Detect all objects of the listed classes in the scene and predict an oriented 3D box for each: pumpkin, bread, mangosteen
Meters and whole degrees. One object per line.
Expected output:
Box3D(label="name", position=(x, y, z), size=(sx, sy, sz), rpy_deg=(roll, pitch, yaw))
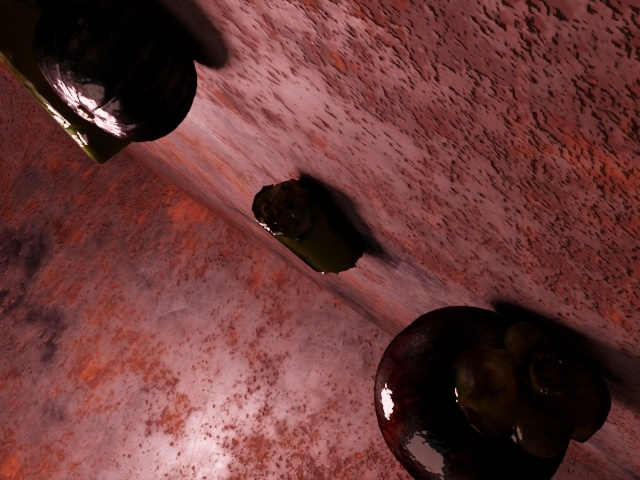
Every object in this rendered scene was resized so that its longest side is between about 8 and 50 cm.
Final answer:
Box3D(label="pumpkin", position=(-0.270, -0.231, 0.937), size=(0.220, 0.162, 0.220), rpy_deg=(31, 171, 5))
Box3D(label="bread", position=(-0.510, -0.325, 1.387), size=(0.366, 0.129, 0.382), rpy_deg=(49, 172, -3))
Box3D(label="mangosteen", position=(0.245, 0.245, 1.078), size=(0.330, 0.330, 0.330), rpy_deg=(36, 172, 6))

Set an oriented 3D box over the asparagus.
Box3D(label="asparagus", position=(0.000, 0.000, 1.325), size=(0.128, 0.108, 0.382), rpy_deg=(38, 176, 32))
